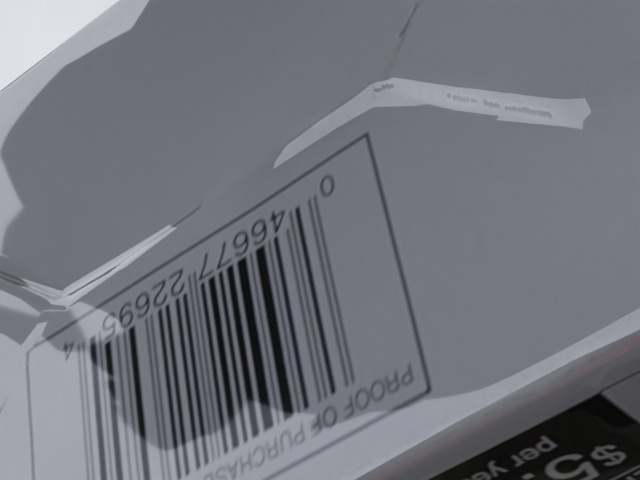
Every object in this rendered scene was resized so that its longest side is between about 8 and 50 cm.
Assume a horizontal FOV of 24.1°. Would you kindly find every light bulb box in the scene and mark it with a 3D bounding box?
[{"bbox_3d":[0.076,0.057,0.554,0.361,0.358,0.225,33,-145,-43],"label":"light bulb box"}]
